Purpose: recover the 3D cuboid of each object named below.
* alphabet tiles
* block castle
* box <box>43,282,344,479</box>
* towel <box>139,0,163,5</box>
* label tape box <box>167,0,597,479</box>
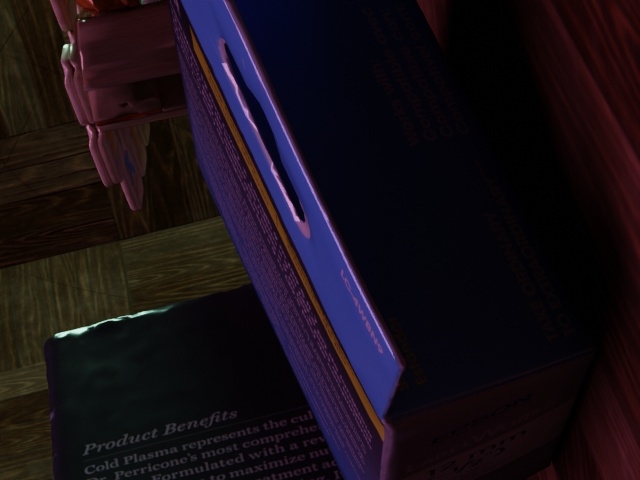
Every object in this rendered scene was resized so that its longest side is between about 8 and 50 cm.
[{"bbox_3d":[-0.208,-0.181,1.887,0.284,0.021,0.278,-90,-14,-54],"label":"alphabet tiles"},{"bbox_3d":[-0.104,-0.256,1.572,0.453,0.213,0.303,-159,58,-85],"label":"block castle"},{"bbox_3d":[0.016,0.343,1.317,0.471,0.297,0.480,-105,3,-60],"label":"box"},{"bbox_3d":[-0.155,-0.395,2.092,0.312,0.056,0.324,-109,29,-84],"label":"towel"},{"bbox_3d":[0.024,-0.019,0.912,0.347,0.115,0.249,92,154,-70],"label":"label tape box"}]
